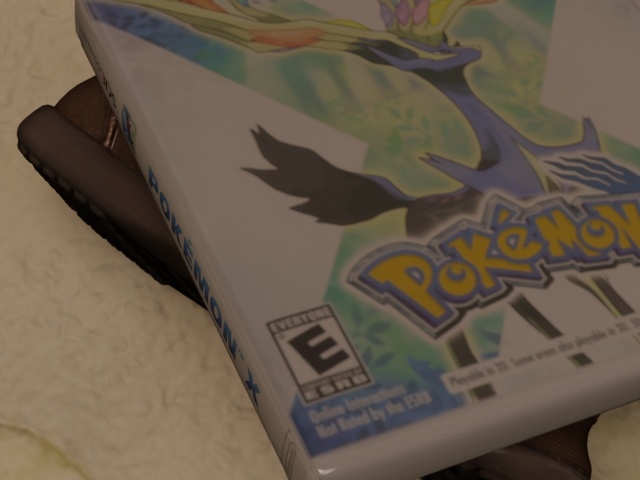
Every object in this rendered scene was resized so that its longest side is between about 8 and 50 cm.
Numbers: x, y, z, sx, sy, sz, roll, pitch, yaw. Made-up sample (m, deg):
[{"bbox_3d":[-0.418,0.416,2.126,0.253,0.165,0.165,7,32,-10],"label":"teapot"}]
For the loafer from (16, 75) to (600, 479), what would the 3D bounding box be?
[{"bbox_3d":[0.000,0.000,0.640,0.366,0.134,0.130,36,79,20],"label":"loafer"}]

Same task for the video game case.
[{"bbox_3d":[0.082,-0.049,0.605,0.328,0.036,0.300,-15,54,-20],"label":"video game case"}]
